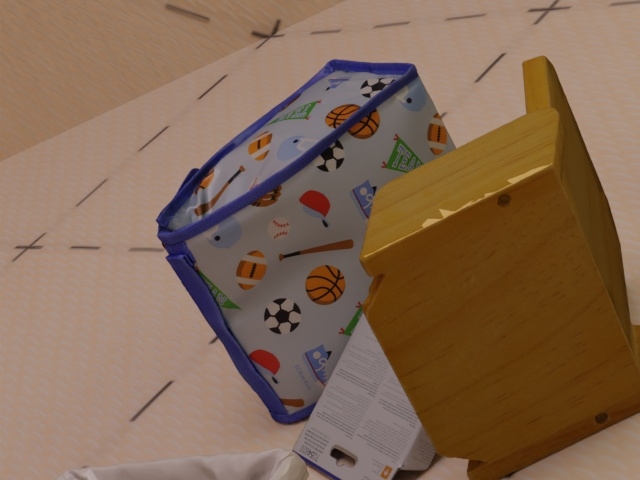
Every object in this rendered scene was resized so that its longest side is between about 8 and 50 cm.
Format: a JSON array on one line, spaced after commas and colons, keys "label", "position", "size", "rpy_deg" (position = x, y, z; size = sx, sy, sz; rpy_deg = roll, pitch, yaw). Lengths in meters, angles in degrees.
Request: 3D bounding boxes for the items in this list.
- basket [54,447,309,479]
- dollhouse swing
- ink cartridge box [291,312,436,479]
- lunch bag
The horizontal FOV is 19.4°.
[{"label": "basket", "position": [-0.163, 0.412, 1.857], "size": [0.331, 0.266, 0.328], "rpy_deg": [-8, 31, 34]}, {"label": "dollhouse swing", "position": [0.200, 0.015, 2.120], "size": [0.315, 0.347, 0.305], "rpy_deg": [-26, 33, 3]}, {"label": "ink cartridge box", "position": [0.079, 0.196, 2.255], "size": [0.224, 0.045, 0.223], "rpy_deg": [-61, 31, -3]}, {"label": "lunch bag", "position": [0.000, 0.000, 2.424], "size": [0.385, 0.328, 0.239], "rpy_deg": [-43, 26, -24]}]
